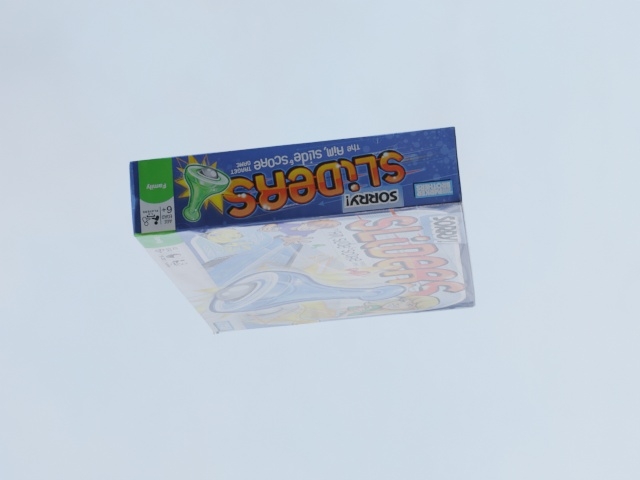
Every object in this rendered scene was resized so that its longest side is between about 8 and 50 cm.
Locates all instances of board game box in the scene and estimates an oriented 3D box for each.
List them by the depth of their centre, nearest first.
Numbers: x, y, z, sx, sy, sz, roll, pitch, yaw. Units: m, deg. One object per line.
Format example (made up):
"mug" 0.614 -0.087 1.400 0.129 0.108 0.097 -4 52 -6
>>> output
"board game box" 0.000 0.000 0.841 0.201 0.136 0.035 64 -159 -74
